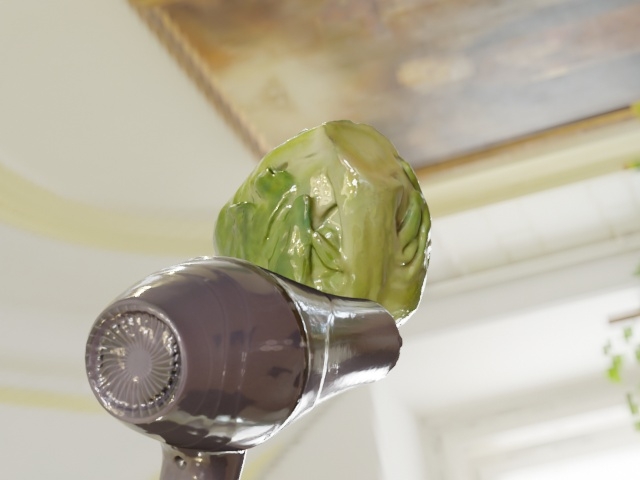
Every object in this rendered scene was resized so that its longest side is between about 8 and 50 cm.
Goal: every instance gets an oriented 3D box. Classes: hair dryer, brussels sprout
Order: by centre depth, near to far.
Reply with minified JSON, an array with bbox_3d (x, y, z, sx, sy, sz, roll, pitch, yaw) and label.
[{"bbox_3d":[-0.064,0.188,1.204,0.301,0.121,0.361,3,-79,-63],"label":"hair dryer"},{"bbox_3d":[0.000,0.000,1.695,0.161,0.223,0.223,15,-122,-47],"label":"brussels sprout"}]
